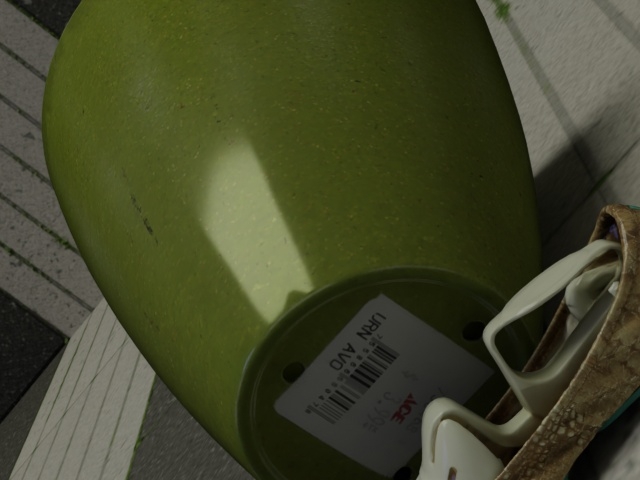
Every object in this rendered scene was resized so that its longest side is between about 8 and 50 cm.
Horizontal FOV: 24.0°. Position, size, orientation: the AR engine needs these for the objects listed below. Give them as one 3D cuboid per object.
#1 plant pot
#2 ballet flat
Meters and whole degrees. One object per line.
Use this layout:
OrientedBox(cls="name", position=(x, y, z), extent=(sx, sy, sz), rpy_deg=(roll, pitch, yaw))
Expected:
OrientedBox(cls="plant pot", position=(0.000, 0.000, 0.771), extent=(0.275, 0.275, 0.293), rpy_deg=(-49, 27, 16))
OrientedBox(cls="ballet flat", position=(0.083, 0.070, 0.621), extent=(0.206, 0.067, 0.073), rpy_deg=(-53, 11, -3))
